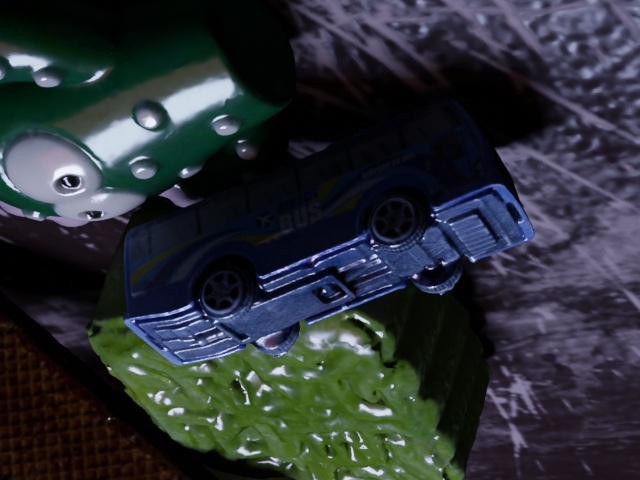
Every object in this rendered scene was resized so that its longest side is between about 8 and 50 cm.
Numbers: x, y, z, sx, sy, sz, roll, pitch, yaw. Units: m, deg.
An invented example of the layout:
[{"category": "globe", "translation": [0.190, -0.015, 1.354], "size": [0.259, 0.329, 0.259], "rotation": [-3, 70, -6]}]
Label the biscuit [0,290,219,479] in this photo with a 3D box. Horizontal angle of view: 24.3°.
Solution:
[{"category": "biscuit", "translation": [-0.190, 0.154, 1.115], "size": [0.388, 0.107, 0.073], "rotation": [38, -179, 18]}]

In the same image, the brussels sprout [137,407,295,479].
[{"category": "brussels sprout", "translation": [-0.121, 0.280, 1.274], "size": [0.274, 0.242, 0.316], "rotation": [32, 153, -5]}]

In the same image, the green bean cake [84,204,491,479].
[{"category": "green bean cake", "translation": [-0.023, 0.076, 1.024], "size": [0.248, 0.125, 0.222], "rotation": [1, 144, 28]}]

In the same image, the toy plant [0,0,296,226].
[{"category": "toy plant", "translation": [-0.132, -0.074, 0.869], "size": [0.243, 0.112, 0.232], "rotation": [-4, 152, 6]}]

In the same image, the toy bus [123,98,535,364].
[{"category": "toy bus", "translation": [-0.002, -0.003, 0.862], "size": [0.236, 0.094, 0.079], "rotation": [-22, 151, 15]}]
